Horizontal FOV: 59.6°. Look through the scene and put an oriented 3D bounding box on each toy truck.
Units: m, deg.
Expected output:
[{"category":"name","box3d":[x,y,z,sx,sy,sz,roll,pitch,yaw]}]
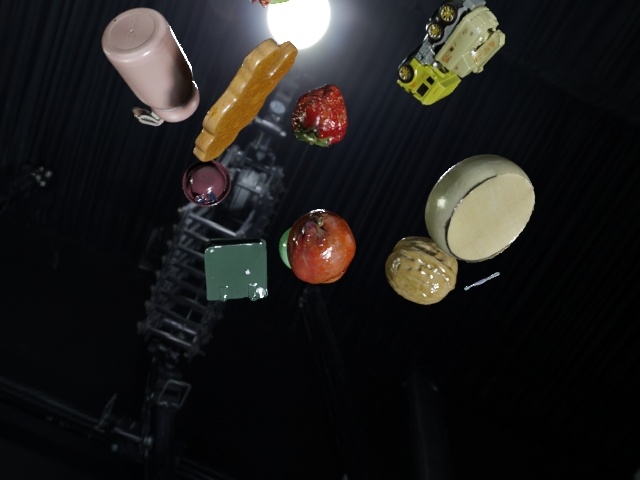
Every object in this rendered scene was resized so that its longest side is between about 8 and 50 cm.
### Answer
[{"category":"toy truck","box3d":[0.470,-0.679,2.031,0.180,0.405,0.254,-31,-103,-40]}]

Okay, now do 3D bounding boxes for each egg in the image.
[{"category":"egg","box3d":[-0.055,0.042,2.513,0.269,0.220,0.220,18,-158,-14]}]

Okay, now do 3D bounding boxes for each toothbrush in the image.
[{"category":"toothbrush","box3d":[0.562,0.142,1.946,0.013,0.131,0.011,21,-136,-60]}]

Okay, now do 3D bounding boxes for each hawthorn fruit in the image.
[{"category":"hawthorn fruit","box3d":[0.000,0.000,2.068,0.276,0.307,0.276,-1,-126,1]}]

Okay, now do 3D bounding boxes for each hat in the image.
[{"category":"hat","box3d":[-0.457,-0.239,2.232,0.205,0.205,0.089,29,159,6]}]

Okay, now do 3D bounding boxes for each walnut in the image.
[{"category":"walnut","box3d":[0.302,0.089,1.654,0.213,0.213,0.213,24,-160,-9]}]

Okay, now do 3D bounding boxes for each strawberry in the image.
[{"category":"strawberry","box3d":[0.007,-0.549,2.419,0.257,0.277,0.257,17,173,2]}]

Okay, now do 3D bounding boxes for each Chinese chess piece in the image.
[{"category":"Chinese chess piece","box3d":[0.358,-0.069,1.256,0.250,0.250,0.103,13,-152,-33]}]

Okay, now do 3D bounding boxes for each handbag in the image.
[{"category":"handbag","box3d":[-0.335,0.120,2.222,0.247,0.260,0.079,-3,-157,-12]}]

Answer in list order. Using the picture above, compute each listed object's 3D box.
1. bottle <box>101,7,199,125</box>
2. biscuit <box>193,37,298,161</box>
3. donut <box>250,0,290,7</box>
[{"category":"bottle","box3d":[-0.444,-0.437,1.474,0.173,0.206,0.297,52,174,24]},{"category":"biscuit","box3d":[-0.178,-0.309,1.235,0.047,0.334,0.202,43,-152,3]},{"category":"donut","box3d":[-0.184,-0.781,1.516,0.307,0.150,0.371,23,174,16]}]
